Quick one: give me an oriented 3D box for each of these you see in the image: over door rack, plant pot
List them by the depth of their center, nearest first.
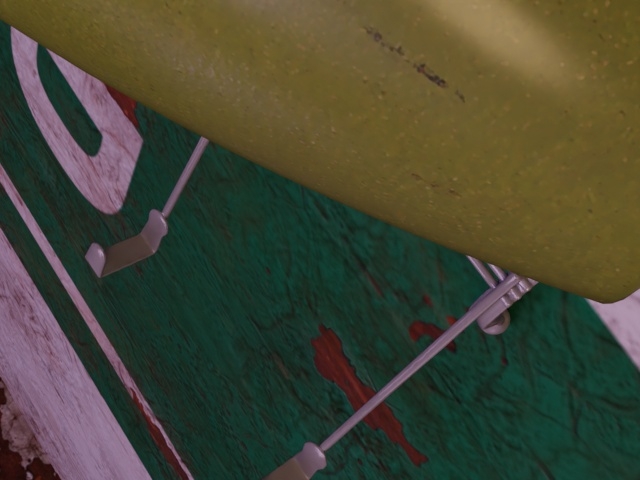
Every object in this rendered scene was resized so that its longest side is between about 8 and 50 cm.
[{"bbox_3d":[0.044,-0.117,0.390,0.293,0.275,0.275,41,146,7],"label":"plant pot"},{"bbox_3d":[0.000,0.000,0.640,0.239,0.108,0.324,54,128,14],"label":"over door rack"}]
